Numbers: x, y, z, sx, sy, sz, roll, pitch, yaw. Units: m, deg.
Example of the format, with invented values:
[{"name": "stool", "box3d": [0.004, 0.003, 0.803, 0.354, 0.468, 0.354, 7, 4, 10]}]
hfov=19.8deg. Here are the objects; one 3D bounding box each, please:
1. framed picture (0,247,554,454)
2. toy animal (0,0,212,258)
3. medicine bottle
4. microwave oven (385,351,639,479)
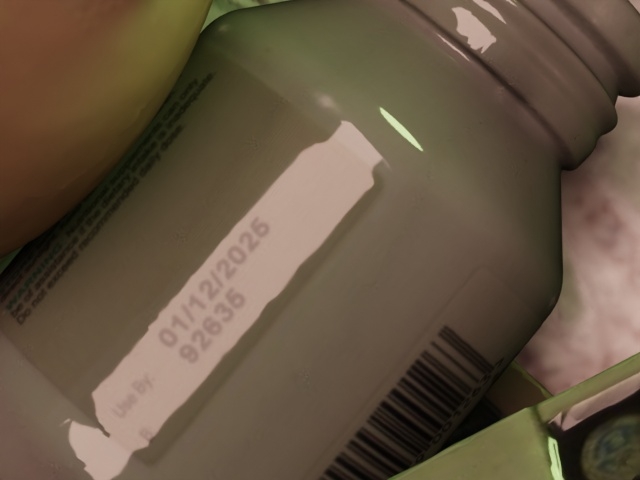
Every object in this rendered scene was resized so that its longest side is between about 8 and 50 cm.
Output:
[{"name": "framed picture", "box3d": [-0.084, 0.114, 0.628, 0.232, 0.024, 0.315, 42, 89, 20]}, {"name": "toy animal", "box3d": [-0.167, -0.088, 0.506, 0.345, 0.277, 0.247, -31, 40, 37]}, {"name": "medicine bottle", "box3d": [0.000, 0.000, 0.549, 0.135, 0.135, 0.215, 39, 89, 19]}, {"name": "microwave oven", "box3d": [0.231, 0.116, 0.319, 0.394, 0.333, 0.247, -30, 35, 15]}]
